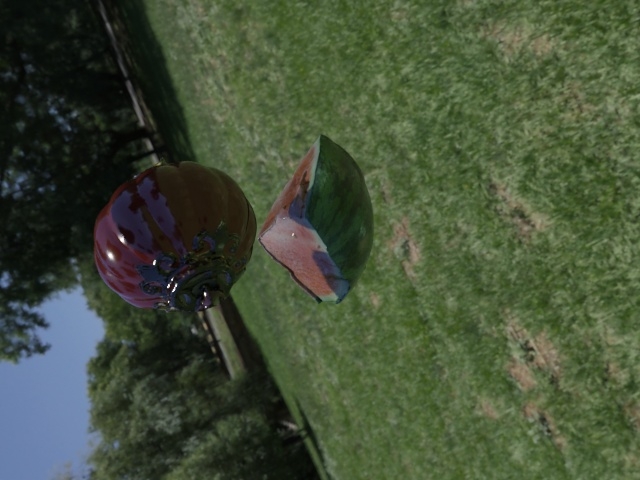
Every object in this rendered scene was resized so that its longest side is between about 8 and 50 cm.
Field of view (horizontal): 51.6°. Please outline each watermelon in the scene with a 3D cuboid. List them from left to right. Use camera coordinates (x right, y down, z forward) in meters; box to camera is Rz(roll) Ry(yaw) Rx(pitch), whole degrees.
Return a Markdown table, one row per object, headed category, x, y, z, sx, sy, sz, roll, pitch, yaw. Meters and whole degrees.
| category | x | y | z | sx | sy | sz | roll | pitch | yaw |
| --- | --- | --- | --- | --- | --- | --- | --- | --- | --- |
| watermelon | 0.017 | -0.004 | 1.419 | 0.292 | 0.319 | 0.222 | 39 | -168 | -19 |

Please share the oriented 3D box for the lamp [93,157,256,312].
| category | x | y | z | sx | sy | sz | roll | pitch | yaw |
| --- | --- | --- | --- | --- | --- | --- | --- | --- | --- |
| lamp | -0.194 | 0.001 | 0.909 | 0.226 | 0.227 | 0.227 | 62 | 169 | 21 |
